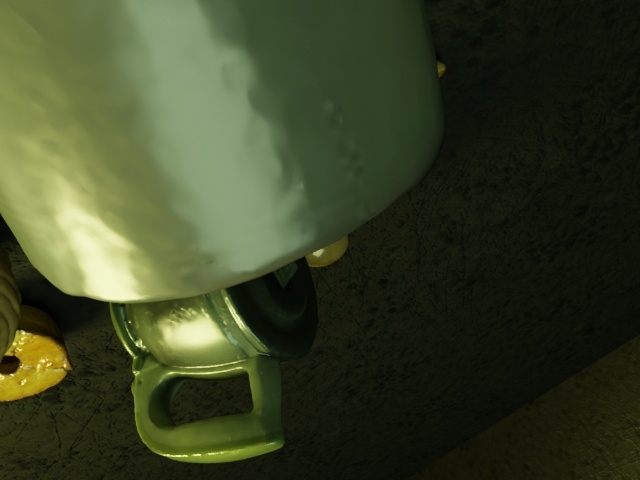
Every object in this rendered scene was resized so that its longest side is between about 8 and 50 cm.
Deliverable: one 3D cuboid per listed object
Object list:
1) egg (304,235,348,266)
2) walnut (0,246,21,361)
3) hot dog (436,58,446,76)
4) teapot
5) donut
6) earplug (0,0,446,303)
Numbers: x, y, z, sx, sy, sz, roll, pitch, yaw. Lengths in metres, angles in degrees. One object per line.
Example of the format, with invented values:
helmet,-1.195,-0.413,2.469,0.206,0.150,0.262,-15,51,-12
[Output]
egg,0.000,0.000,1.042,0.096,0.080,0.080,4,141,-32
walnut,-0.452,0.080,0.773,0.225,0.225,0.261,7,144,-38
hot dog,0.099,-0.175,0.876,0.137,0.028,0.044,-41,170,34
teapot,-0.137,0.112,0.925,0.239,0.322,0.239,-23,174,22
donut,-0.460,0.158,1.023,0.174,0.075,0.190,-24,145,7
earplug,-0.108,-0.206,0.389,0.312,0.313,0.394,-19,129,-3
